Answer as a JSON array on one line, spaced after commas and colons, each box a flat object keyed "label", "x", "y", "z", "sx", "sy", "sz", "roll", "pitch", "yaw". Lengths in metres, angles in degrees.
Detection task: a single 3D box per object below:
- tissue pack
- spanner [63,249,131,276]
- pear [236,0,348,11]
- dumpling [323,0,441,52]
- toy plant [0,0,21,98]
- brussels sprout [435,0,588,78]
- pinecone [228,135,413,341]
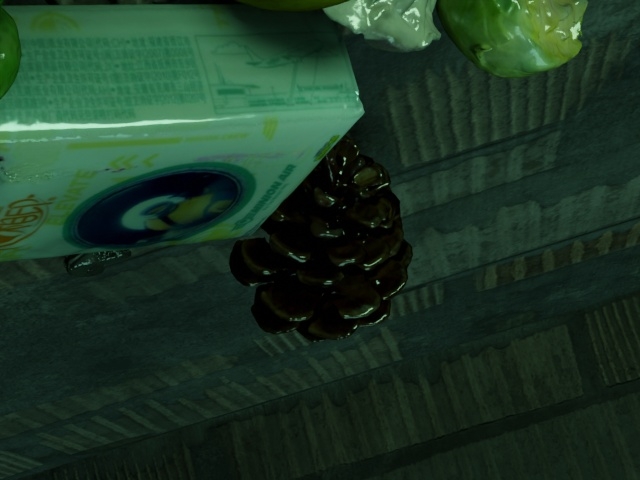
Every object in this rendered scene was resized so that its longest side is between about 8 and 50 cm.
[{"label": "tissue pack", "x": -0.193, "y": -0.103, "z": 1.304, "sx": 0.388, "sy": 0.162, "sz": 0.287, "roll": -6, "pitch": 157, "yaw": -31}, {"label": "spanner", "x": -0.281, "y": -0.019, "z": 1.724, "sx": 0.093, "sy": 0.026, "sz": 0.325, "roll": -9, "pitch": 160, "yaw": -18}, {"label": "pear", "x": 0.020, "y": -0.288, "z": 0.761, "sx": 0.375, "sy": 0.287, "sz": 0.287, "roll": -22, "pitch": 169, "yaw": -36}, {"label": "dumpling", "x": 0.055, "y": -0.229, "z": 1.193, "sx": 0.188, "sy": 0.127, "sz": 0.108, "roll": 9, "pitch": 137, "yaw": -48}, {"label": "toy plant", "x": -0.382, "y": -0.124, "z": 0.995, "sx": 0.316, "sy": 0.224, "sz": 0.184, "roll": -17, "pitch": 130, "yaw": 1}, {"label": "brussels sprout", "x": 0.179, "y": -0.227, "z": 1.294, "sx": 0.152, "sy": 0.149, "sz": 0.122, "roll": 22, "pitch": 158, "yaw": -40}, {"label": "pinecone", "x": 0.000, "y": 0.000, "z": 1.693, "sx": 0.244, "sy": 0.244, "sz": 0.309, "roll": -14, "pitch": 144, "yaw": -8}]
